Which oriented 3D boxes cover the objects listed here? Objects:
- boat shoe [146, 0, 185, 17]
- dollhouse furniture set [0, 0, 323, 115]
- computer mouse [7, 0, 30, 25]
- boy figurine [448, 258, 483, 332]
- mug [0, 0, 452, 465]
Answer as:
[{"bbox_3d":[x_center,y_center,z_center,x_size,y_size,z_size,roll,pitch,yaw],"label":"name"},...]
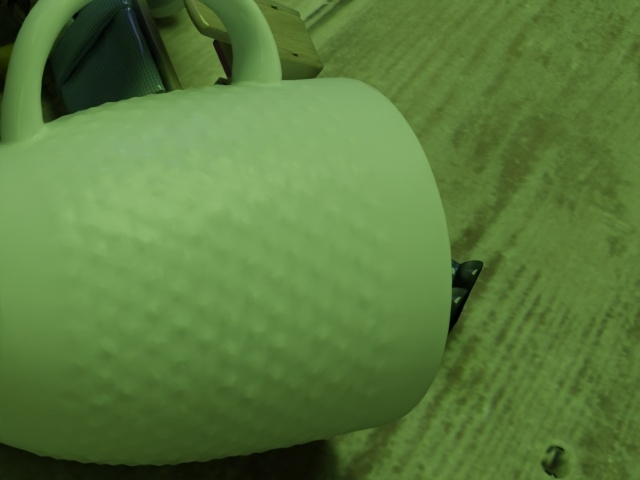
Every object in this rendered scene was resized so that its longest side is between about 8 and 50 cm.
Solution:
[{"bbox_3d":[-0.219,-0.397,1.886,0.367,0.136,0.156,63,5,17],"label":"boat shoe"},{"bbox_3d":[-0.200,-0.170,1.449,0.198,0.303,0.286,12,43,-40],"label":"dollhouse furniture set"},{"bbox_3d":[-0.379,-0.224,1.615,0.184,0.060,0.262,18,26,-12],"label":"computer mouse"},{"bbox_3d":[0.000,0.000,1.505,0.285,0.092,0.177,27,33,5],"label":"boy figurine"},{"bbox_3d":[-0.116,-0.020,1.218,0.328,0.374,0.276,-8,9,-30],"label":"mug"}]
